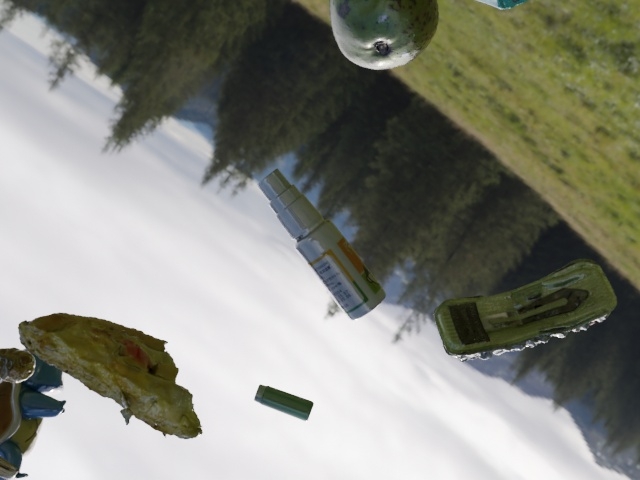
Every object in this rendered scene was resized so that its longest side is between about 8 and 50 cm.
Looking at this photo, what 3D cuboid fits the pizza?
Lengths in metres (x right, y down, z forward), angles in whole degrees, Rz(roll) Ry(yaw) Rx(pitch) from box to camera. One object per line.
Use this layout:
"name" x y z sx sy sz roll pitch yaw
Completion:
"pizza" -0.261 0.196 1.216 0.287 0.075 0.280 31 -175 28

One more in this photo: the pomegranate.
"pomegranate" 0.119 -0.445 1.555 0.214 0.214 0.248 33 -135 -27

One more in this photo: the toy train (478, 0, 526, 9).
"toy train" 0.223 -0.367 0.961 0.107 0.154 0.198 -129 19 -56

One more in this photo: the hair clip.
"hair clip" 0.371 0.140 1.505 0.091 0.321 0.138 73 -178 -56

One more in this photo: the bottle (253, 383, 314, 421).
"bottle" -0.052 0.230 1.179 0.083 0.030 0.030 20 -176 2

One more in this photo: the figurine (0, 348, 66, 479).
"figurine" -0.759 0.457 2.000 0.243 0.416 0.298 45 149 0

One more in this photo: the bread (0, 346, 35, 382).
"bread" -0.596 0.237 1.582 0.110 0.066 0.060 4 130 22

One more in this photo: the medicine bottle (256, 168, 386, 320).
"medicine bottle" 0.000 0.000 1.097 0.221 0.061 0.092 52 -169 -5

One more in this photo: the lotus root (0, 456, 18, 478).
"lotus root" -0.643 0.447 1.646 0.083 0.030 0.037 40 168 -10
